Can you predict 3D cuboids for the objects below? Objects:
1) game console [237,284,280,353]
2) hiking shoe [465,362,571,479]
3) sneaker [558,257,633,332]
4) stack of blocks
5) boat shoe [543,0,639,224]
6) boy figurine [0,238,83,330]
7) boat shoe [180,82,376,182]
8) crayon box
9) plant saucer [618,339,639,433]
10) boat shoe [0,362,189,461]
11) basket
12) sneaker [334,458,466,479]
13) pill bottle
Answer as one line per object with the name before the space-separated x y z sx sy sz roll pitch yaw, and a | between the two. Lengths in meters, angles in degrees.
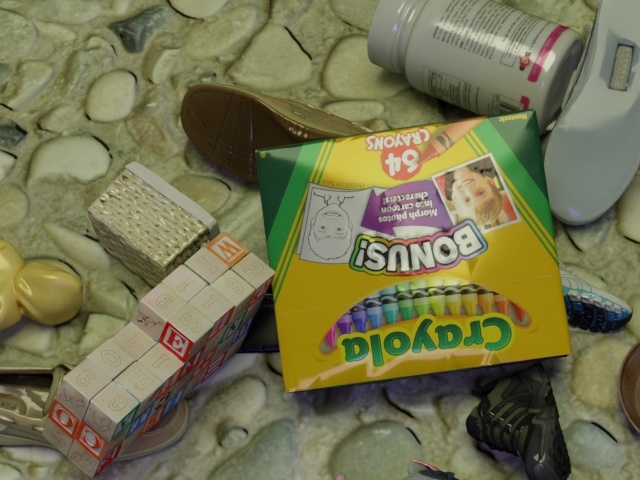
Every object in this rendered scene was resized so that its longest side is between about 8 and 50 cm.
game console | -0.091 0.096 2.075 0.122 0.071 0.107 -2 24 2
hiking shoe | 0.239 0.238 1.885 0.114 0.086 0.227 -17 21 9
sneaker | 0.324 0.060 2.039 0.190 0.071 0.083 17 51 15
stack of blocks | -0.195 0.137 1.882 0.087 0.171 0.297 38 47 11
boat shoe | 0.399 -0.193 2.180 0.135 0.156 0.367 13 85 8
boy figurine | -0.460 0.064 2.076 0.285 0.092 0.177 -3 54 1
boat shoe | -0.037 -0.139 2.192 0.341 0.122 0.110 23 22 16
crayon box | 0.117 0.018 1.967 0.362 0.106 0.313 -8 81 4
plant saucer | 0.475 0.197 1.948 0.198 0.036 0.199 -2 53 3
boat shoe | -0.319 0.209 1.955 0.302 0.098 0.109 4 55 5
basket | -0.225 -0.010 2.101 0.167 0.113 0.103 36 68 25
sneaker | 0.161 0.313 1.840 0.318 0.112 0.131 -7 57 -2
pill bottle | 0.221 -0.272 2.226 0.283 0.160 0.160 24 59 19
